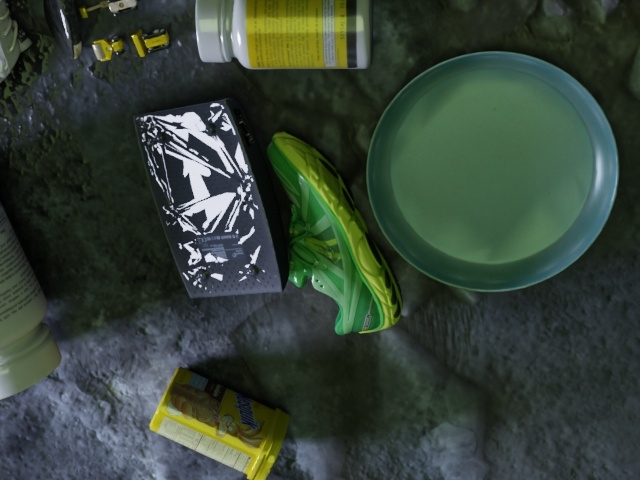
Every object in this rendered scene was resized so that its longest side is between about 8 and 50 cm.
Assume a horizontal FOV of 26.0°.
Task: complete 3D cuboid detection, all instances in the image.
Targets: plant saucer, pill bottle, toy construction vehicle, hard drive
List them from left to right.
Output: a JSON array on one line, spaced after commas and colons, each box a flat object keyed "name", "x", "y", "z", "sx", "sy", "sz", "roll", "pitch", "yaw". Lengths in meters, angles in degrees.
[{"name": "pill bottle", "x": -0.455, "y": 0.058, "z": 1.811, "sx": 0.160, "sy": 0.160, "sz": 0.283, "roll": -19, "pitch": 107, "yaw": 11}, {"name": "toy construction vehicle", "x": -0.245, "y": -0.272, "z": 1.750, "sx": 0.098, "sy": 0.035, "sz": 0.086, "roll": -16, "pitch": 118, "yaw": 12}, {"name": "hard drive", "x": -0.133, "y": -0.054, "z": 1.770, "sx": 0.172, "sy": 0.054, "sz": 0.255, "roll": -6, "pitch": 108, "yaw": 35}, {"name": "pill bottle", "x": -0.041, "y": -0.267, "z": 1.686, "sx": 0.208, "sy": 0.119, "sz": 0.119, "roll": 0, "pitch": 109, "yaw": 4}, {"name": "plant saucer", "x": 0.217, "y": -0.089, "z": 1.770, "sx": 0.317, "sy": 0.044, "sz": 0.317, "roll": 1, "pitch": 109, "yaw": 3}]

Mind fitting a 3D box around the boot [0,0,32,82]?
[{"name": "boot", "x": -0.411, "y": -0.286, "z": 1.735, "sx": 0.123, "sy": 0.095, "sz": 0.258, "roll": 29, "pitch": 114, "yaw": -17}]

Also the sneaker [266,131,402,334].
[{"name": "sneaker", "x": 0.000, "y": 0.000, "z": 1.783, "sx": 0.123, "sy": 0.109, "sz": 0.295, "roll": -25, "pitch": 105, "yaw": 11}]

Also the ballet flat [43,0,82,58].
[{"name": "ballet flat", "x": -0.320, "y": -0.311, "z": 1.732, "sx": 0.057, "sy": 0.049, "sz": 0.173, "roll": 17, "pitch": 124, "yaw": 45}]

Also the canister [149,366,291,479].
[{"name": "canister", "x": -0.135, "y": 0.246, "z": 1.872, "sx": 0.170, "sy": 0.126, "sz": 0.073, "roll": 25, "pitch": 110, "yaw": -3}]
